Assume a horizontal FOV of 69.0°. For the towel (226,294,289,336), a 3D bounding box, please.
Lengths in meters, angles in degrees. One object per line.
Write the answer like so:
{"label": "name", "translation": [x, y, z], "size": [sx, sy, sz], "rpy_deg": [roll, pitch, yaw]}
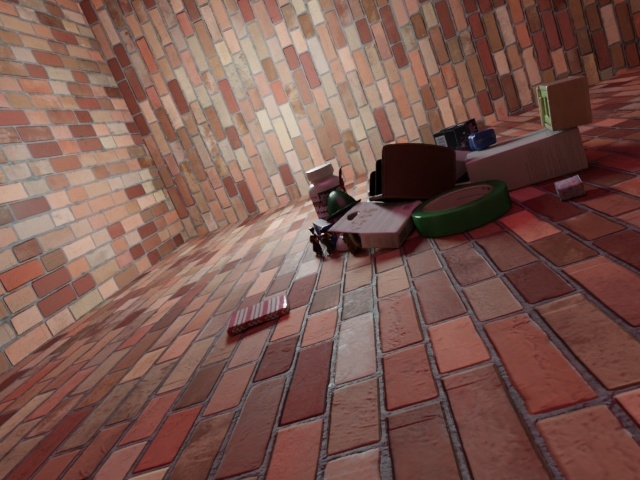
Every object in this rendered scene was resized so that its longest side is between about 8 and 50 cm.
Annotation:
{"label": "towel", "translation": [-0.187, 0.224, 1.423], "size": [0.196, 0.029, 0.144], "rpy_deg": [-20, 12, 0]}

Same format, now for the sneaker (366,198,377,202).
{"label": "sneaker", "translation": [0.271, -0.148, 2.128], "size": [0.094, 0.080, 0.212], "rpy_deg": [-11, 16, -9]}

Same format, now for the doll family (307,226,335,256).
{"label": "doll family", "translation": [0.000, 0.000, 1.840], "size": [0.076, 0.112, 0.192], "rpy_deg": [-32, 15, -37]}

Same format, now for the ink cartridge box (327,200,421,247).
{"label": "ink cartridge box", "translation": [0.207, -0.064, 1.705], "size": [0.260, 0.066, 0.296], "rpy_deg": [1, 25, 29]}

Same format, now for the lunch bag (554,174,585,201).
{"label": "lunch bag", "translation": [0.734, -0.157, 1.374], "size": [0.071, 0.053, 0.083], "rpy_deg": [-19, 22, 24]}

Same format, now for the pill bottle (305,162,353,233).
{"label": "pill bottle", "translation": [0.043, -0.193, 2.135], "size": [0.169, 0.302, 0.169], "rpy_deg": [-21, 12, 5]}

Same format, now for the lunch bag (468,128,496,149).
{"label": "lunch bag", "translation": [0.634, -0.393, 1.809], "size": [0.098, 0.067, 0.065], "rpy_deg": [-20, 10, -3]}

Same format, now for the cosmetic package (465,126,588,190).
{"label": "cosmetic package", "translation": [0.741, -0.294, 1.714], "size": [0.384, 0.156, 0.217], "rpy_deg": [-17, 13, 26]}

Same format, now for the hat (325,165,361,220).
{"label": "hat", "translation": [0.055, -0.201, 1.940], "size": [0.172, 0.184, 0.208], "rpy_deg": [-30, -2, 5]}

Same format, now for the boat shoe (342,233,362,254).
{"label": "boat shoe", "translation": [0.105, -0.017, 1.726], "size": [0.060, 0.064, 0.178], "rpy_deg": [-53, 34, 21]}

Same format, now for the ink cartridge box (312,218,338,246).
{"label": "ink cartridge box", "translation": [0.021, -0.031, 1.971], "size": [0.046, 0.097, 0.207], "rpy_deg": [-24, 12, -8]}

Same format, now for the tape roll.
{"label": "tape roll", "translation": [0.471, -0.110, 1.574], "size": [0.320, 0.077, 0.321], "rpy_deg": [-21, 13, 5]}

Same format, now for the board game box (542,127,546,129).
{"label": "board game box", "translation": [0.818, -0.362, 1.873], "size": [0.243, 0.042, 0.165], "rpy_deg": [-32, -13, 27]}

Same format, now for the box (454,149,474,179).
{"label": "box", "translation": [0.459, -0.306, 1.977], "size": [0.321, 0.059, 0.232], "rpy_deg": [2, -22, -17]}

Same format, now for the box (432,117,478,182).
{"label": "box", "translation": [0.639, -0.402, 2.117], "size": [0.163, 0.248, 0.142], "rpy_deg": [-10, 15, 43]}

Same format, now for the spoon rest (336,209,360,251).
{"label": "spoon rest", "translation": [0.131, -0.031, 1.873], "size": [0.137, 0.084, 0.276], "rpy_deg": [-20, 26, 17]}

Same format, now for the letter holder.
{"label": "letter holder", "translation": [0.356, -0.260, 1.817], "size": [0.301, 0.215, 0.152], "rpy_deg": [0, 1, -13]}

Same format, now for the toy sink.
{"label": "toy sink", "translation": [0.830, -0.474, 1.608], "size": [0.131, 0.153, 0.234], "rpy_deg": [-10, 16, 20]}
